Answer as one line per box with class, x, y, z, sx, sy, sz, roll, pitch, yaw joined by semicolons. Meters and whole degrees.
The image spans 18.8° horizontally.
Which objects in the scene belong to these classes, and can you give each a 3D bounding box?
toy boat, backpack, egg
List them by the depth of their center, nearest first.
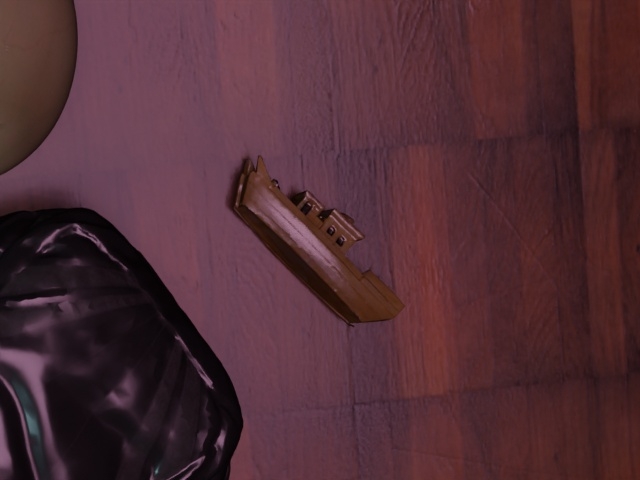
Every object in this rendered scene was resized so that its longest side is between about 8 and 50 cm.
egg;-0.307;-0.168;1.705;0.186;0.186;0.242;20;87;-13
backpack;-0.303;0.202;1.708;0.445;0.255;0.363;-40;103;-21
toy boat;0.000;0.000;1.854;0.206;0.064;0.072;47;70;-12
